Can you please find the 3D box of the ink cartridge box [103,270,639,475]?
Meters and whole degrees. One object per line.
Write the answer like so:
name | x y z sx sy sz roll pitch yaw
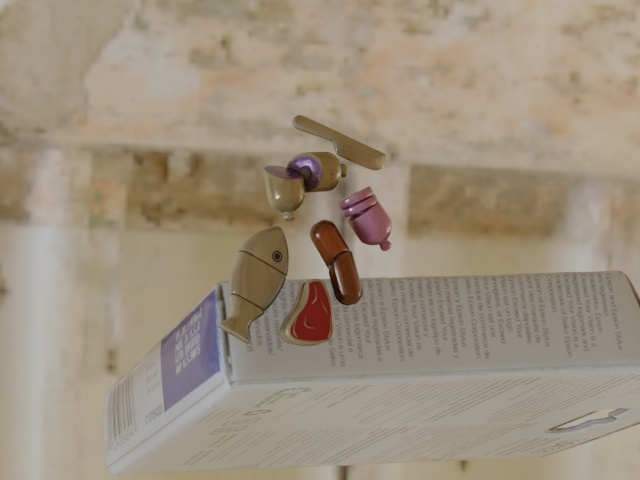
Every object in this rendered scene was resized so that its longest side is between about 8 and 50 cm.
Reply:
ink cartridge box | 0.054 0.088 1.043 0.330 0.071 0.324 -1 164 -19

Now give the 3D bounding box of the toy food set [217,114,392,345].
toy food set | 0.000 0.000 0.829 0.078 0.122 0.019 23 160 -23
